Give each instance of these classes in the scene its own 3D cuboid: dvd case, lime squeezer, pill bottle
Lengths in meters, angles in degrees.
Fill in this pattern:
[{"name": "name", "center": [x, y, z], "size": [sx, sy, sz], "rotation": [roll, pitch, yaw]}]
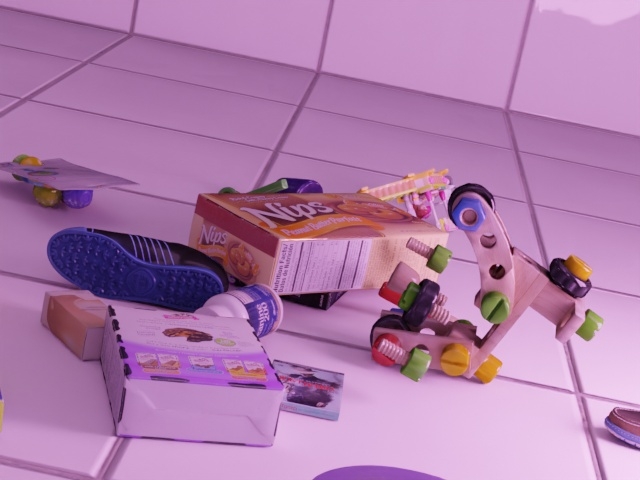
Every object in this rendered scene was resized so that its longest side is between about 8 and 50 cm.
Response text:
[{"name": "dvd case", "center": [-0.018, 0.168, 1.618], "size": [0.087, 0.013, 0.119], "rotation": [12, 15, 1]}, {"name": "lime squeezer", "center": [-0.114, -0.047, 2.145], "size": [0.110, 0.058, 0.310], "rotation": [4, -7, -5]}, {"name": "pill bottle", "center": [-0.102, 0.093, 1.719], "size": [0.067, 0.067, 0.120], "rotation": [20, 18, 27]}]

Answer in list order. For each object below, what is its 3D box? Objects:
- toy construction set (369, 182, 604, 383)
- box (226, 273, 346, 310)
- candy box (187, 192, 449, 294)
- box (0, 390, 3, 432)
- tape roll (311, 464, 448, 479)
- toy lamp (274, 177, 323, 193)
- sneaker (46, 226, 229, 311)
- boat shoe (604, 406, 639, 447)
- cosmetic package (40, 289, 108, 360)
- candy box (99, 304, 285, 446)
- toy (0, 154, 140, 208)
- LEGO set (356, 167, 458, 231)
[{"name": "toy construction set", "center": [0.207, 0.090, 1.781], "size": [0.237, 0.257, 0.309], "rotation": [29, -8, -3]}, {"name": "box", "center": [-0.048, 0.051, 1.973], "size": [0.162, 0.029, 0.116], "rotation": [14, 16, 14]}, {"name": "candy box", "center": [0.000, 0.000, 1.966], "size": [0.316, 0.087, 0.183], "rotation": [-3, 21, -41]}, {"name": "box", "center": [-0.374, 0.144, 1.403], "size": [0.109, 0.042, 0.178], "rotation": [5, 16, -21]}, {"name": "tape roll", "center": [0.069, 0.268, 1.214], "size": [0.189, 0.080, 0.189], "rotation": [10, 15, -3]}, {"name": "toy lamp", "center": [0.035, -0.035, 2.238], "size": [0.275, 0.080, 0.080], "rotation": [22, 19, 35]}, {"name": "sneaker", "center": [-0.231, 0.034, 1.829], "size": [0.232, 0.081, 0.090], "rotation": [18, 13, -2]}, {"name": "boat shoe", "center": [0.426, 0.213, 1.670], "size": [0.183, 0.066, 0.066], "rotation": [11, 16, -1]}, {"name": "cosmetic package", "center": [-0.270, 0.096, 1.640], "size": [0.060, 0.041, 0.115], "rotation": [-1, 20, -37]}, {"name": "candy box", "center": [-0.142, 0.141, 1.522], "size": [0.165, 0.070, 0.196], "rotation": [6, 17, -16]}, {"name": "toy", "center": [-0.391, -0.081, 2.142], "size": [0.137, 0.056, 0.237], "rotation": [-7, 19, -39]}, {"name": "LEGO set", "center": [0.142, -0.048, 2.384], "size": [0.132, 0.107, 0.287], "rotation": [-21, -6, 43]}]
